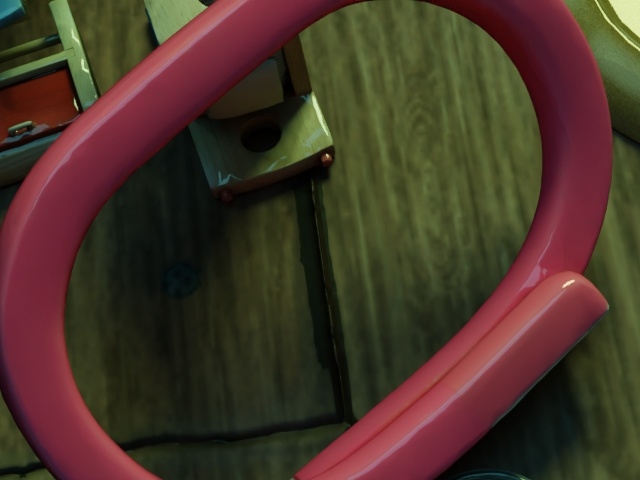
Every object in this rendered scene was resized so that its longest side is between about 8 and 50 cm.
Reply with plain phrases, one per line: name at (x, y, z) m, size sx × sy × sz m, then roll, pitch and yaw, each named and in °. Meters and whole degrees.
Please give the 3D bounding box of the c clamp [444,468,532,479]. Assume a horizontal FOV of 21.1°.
c clamp at (0.076, 0.163, 0.700) m, size 0.161 × 0.022 × 0.137 m, roll 20°, pitch 61°, yaw 21°

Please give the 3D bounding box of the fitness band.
fitness band at (0.000, 0.000, 0.713) m, size 0.291 × 0.054 × 0.209 m, roll -41°, pitch 104°, yaw -12°

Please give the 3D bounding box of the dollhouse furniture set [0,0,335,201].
dollhouse furniture set at (-0.103, -0.088, 0.805) m, size 0.184 × 0.129 × 0.129 m, roll -20°, pitch 60°, yaw -2°

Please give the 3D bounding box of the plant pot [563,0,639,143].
plant pot at (0.218, -0.141, 0.834) m, size 0.236 × 0.032 × 0.236 m, roll -4°, pitch 61°, yaw 8°
